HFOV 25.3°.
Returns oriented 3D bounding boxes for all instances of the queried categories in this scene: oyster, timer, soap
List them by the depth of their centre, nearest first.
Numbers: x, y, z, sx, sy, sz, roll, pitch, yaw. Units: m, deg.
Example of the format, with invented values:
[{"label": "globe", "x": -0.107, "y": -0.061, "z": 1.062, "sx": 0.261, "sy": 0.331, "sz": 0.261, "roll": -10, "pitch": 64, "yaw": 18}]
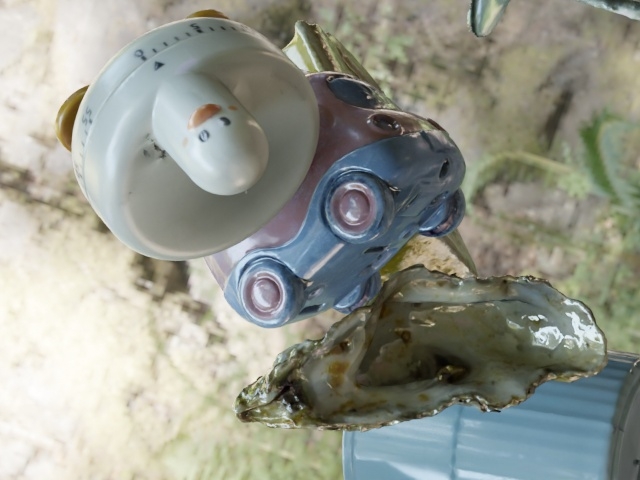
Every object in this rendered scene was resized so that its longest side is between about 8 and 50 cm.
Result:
[{"label": "timer", "x": -0.103, "y": -0.082, "z": 1.301, "sx": 0.233, "sy": 0.240, "sz": 0.233, "roll": -23, "pitch": -43, "yaw": -23}, {"label": "oyster", "x": 0.087, "y": 0.110, "z": 1.335, "sx": 0.110, "sy": 0.341, "sz": 0.166, "roll": -138, "pitch": 23, "yaw": -87}, {"label": "soap", "x": 0.043, "y": -0.081, "z": 1.827, "sx": 0.293, "sy": 0.156, "sz": 0.335, "roll": 45, "pitch": -162, "yaw": -53}]

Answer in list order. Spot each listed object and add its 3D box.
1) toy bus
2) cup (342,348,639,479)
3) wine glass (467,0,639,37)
[{"label": "toy bus", "x": -0.008, "y": -0.055, "z": 1.503, "sx": 0.294, "sy": 0.232, "sz": 0.197, "roll": -45, "pitch": -20, "yaw": 25}, {"label": "cup", "x": 0.227, "y": 0.263, "z": 1.655, "sx": 0.257, "sy": 0.311, "sz": 0.331, "roll": -51, "pitch": -44, "yaw": -45}, {"label": "wine glass", "x": 0.217, "y": -0.116, "z": 0.786, "sx": 0.074, "sy": 0.262, "sz": 0.074, "roll": -167, "pitch": 90, "yaw": -81}]
